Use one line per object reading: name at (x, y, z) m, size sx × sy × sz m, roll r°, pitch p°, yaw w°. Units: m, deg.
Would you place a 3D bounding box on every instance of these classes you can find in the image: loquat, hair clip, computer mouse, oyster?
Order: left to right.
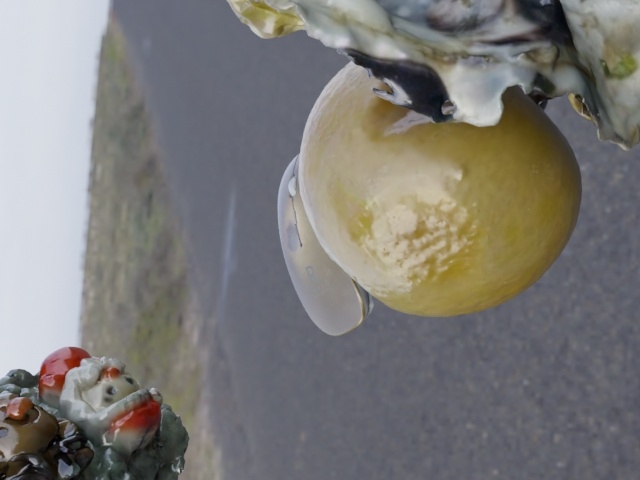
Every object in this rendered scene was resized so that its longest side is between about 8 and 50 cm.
hair clip at (-0.204, 0.146, 0.797) m, size 0.321 × 0.138 × 0.091 m, roll -34°, pitch -23°, yaw -51°
computer mouse at (-0.001, 0.001, 1.376) m, size 0.102 × 0.045 × 0.199 m, roll -35°, pitch 68°, yaw 54°
loquat at (0.086, -0.049, 0.964) m, size 0.213 × 0.213 × 0.213 m, roll -175°, pitch 90°, yaw -81°
oyster at (0.086, -0.178, 0.849) m, size 0.115 × 0.351 × 0.238 m, roll 142°, pitch 126°, yaw -78°
